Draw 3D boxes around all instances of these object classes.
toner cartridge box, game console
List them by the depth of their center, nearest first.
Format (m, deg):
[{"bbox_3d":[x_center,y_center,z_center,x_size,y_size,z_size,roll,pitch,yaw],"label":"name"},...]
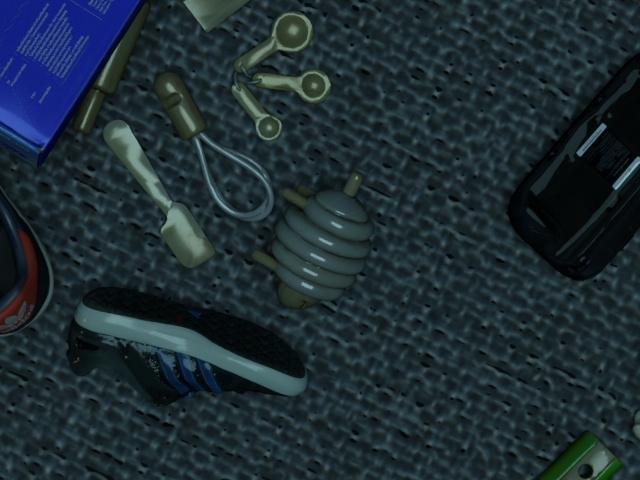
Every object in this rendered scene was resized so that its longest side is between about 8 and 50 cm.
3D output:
[{"bbox_3d":[-0.201,-0.247,1.333,0.165,0.075,0.348,32,77,-5],"label":"toner cartridge box"},{"bbox_3d":[0.294,-0.134,1.437,0.213,0.044,0.361,41,89,-4],"label":"game console"}]

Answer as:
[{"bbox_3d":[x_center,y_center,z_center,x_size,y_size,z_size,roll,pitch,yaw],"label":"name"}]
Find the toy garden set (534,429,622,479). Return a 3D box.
[{"bbox_3d":[0.247,0.324,1.457,0.204,0.049,0.244,-44,96,-1],"label":"toy garden set"}]

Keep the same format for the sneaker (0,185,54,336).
[{"bbox_3d":[-0.344,-0.066,1.332,0.131,0.148,0.350,-44,96,-1],"label":"sneaker"}]

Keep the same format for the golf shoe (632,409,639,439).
[{"bbox_3d":[0.348,0.098,1.380,0.120,0.105,0.273,23,124,10],"label":"golf shoe"}]

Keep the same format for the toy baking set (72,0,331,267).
[{"bbox_3d":[-0.105,-0.116,1.408,0.197,0.030,0.256,27,91,-6],"label":"toy baking set"}]

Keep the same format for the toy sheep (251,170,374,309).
[{"bbox_3d":[0.000,0.000,1.399,0.091,0.091,0.132,23,110,-6],"label":"toy sheep"}]

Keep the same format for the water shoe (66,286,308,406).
[{"bbox_3d":[-0.112,0.101,1.413,0.203,0.073,0.080,19,114,-2],"label":"water shoe"}]
